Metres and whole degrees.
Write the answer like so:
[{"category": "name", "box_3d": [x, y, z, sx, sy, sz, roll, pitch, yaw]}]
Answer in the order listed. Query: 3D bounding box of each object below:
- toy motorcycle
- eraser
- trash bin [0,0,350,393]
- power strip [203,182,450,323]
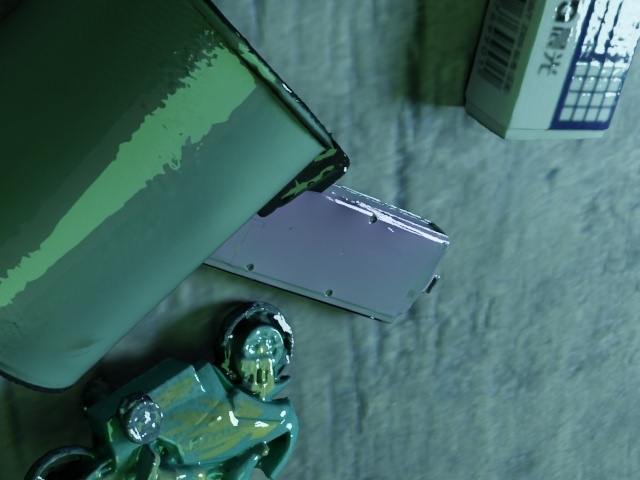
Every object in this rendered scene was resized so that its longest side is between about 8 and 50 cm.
[{"category": "toy motorcycle", "box_3d": [-0.126, 0.197, 0.918, 0.296, 0.109, 0.198, -31, 109, -28]}, {"category": "eraser", "box_3d": [0.223, -0.229, 0.873, 0.124, 0.081, 0.279, -3, 121, -26]}, {"category": "trash bin", "box_3d": [-0.157, -0.060, 0.697, 0.262, 0.217, 0.277, -43, 121, 3]}, {"category": "power strip", "box_3d": [0.000, 0.000, 0.930, 0.278, 0.037, 0.109, 20, 109, -35]}]
